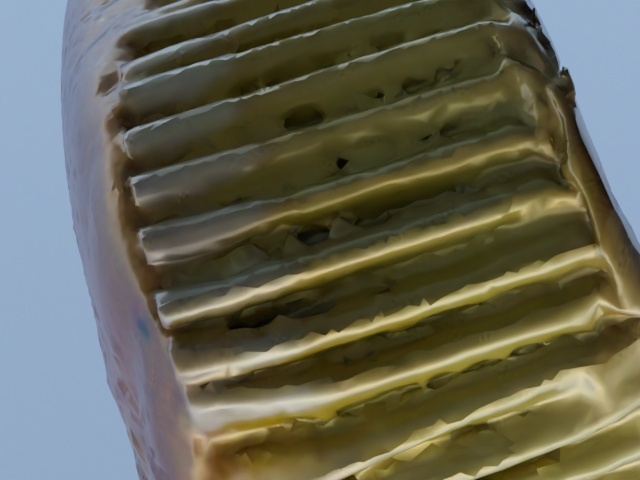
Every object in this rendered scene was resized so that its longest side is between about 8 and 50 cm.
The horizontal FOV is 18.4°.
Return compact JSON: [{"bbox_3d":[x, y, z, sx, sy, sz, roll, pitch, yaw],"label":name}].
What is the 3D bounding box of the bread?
[{"bbox_3d":[0.000,0.000,0.612,0.156,0.204,0.288,-19,-151,1],"label":"bread"}]
